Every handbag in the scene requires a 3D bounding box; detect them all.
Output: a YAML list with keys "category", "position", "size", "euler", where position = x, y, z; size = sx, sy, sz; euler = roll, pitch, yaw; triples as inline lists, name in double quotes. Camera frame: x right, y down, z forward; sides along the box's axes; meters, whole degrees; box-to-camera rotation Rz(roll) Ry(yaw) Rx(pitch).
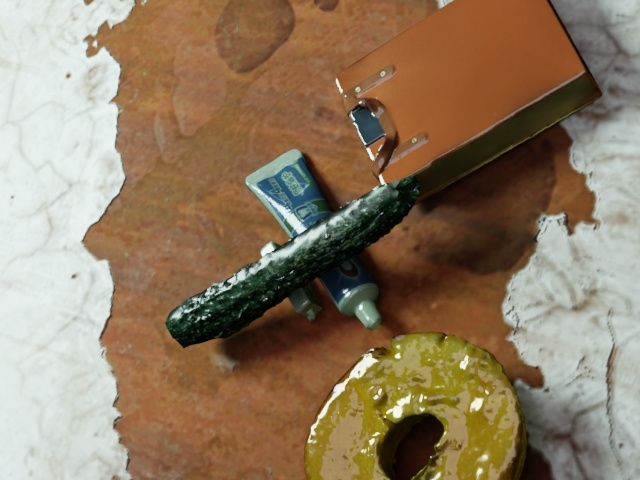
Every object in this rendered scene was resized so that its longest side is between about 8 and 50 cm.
- category: "handbag"
  position: [0.115, -0.125, 1.187]
  size: [0.190, 0.063, 0.127]
  euler: [-31, 60, 13]

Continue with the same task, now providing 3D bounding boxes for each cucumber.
- category: "cucumber"
  position: [-0.022, 0.020, 1.185]
  size: [0.256, 0.043, 0.044]
  euler: [-32, 64, 26]

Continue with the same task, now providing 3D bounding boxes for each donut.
- category: "donut"
  position: [0.079, 0.158, 1.103]
  size: [0.178, 0.065, 0.162]
  euler: [-40, 62, 11]

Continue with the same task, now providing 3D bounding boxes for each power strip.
- category: "power strip"
  position: [-0.023, 0.035, 1.229]
  size: [0.017, 0.027, 0.083]
  euler: [-43, 58, 15]

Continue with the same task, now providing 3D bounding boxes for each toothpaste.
- category: "toothpaste"
  position: [0.000, 0.000, 1.224]
  size: [0.057, 0.035, 0.197]
  euler: [-32, 56, -1]
